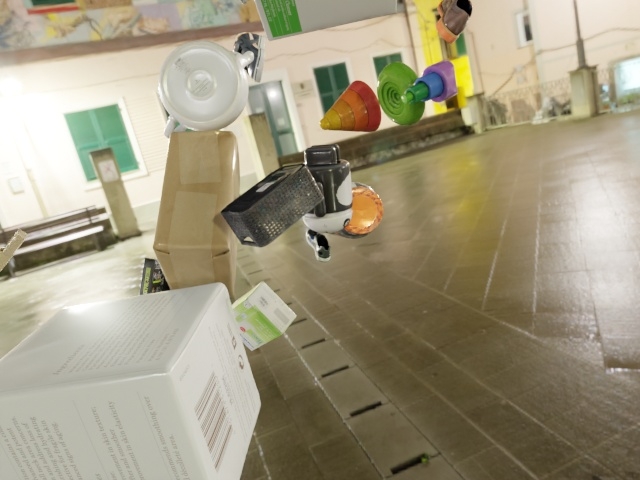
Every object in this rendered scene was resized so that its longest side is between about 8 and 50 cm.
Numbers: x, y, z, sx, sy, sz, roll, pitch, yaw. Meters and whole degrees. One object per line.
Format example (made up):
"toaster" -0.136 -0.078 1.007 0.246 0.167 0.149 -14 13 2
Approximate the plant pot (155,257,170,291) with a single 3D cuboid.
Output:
"plant pot" -0.591 0.113 1.940 0.188 0.167 0.187 15 6 -9

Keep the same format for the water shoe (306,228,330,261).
"water shoe" 0.000 0.000 1.904 0.072 0.080 0.203 -2 37 -23

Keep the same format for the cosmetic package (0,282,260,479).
"cosmetic package" -0.369 0.318 0.938 0.393 0.330 0.327 -9 20 8

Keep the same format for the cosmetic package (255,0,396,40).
"cosmetic package" 0.010 -0.682 1.252 0.365 0.155 0.197 -10 -19 6

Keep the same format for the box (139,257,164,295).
"box" -0.587 0.153 1.669 0.045 0.184 0.190 9 -2 -6

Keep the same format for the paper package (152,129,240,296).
"paper package" -0.293 -0.055 1.207 0.168 0.325 0.309 1 -28 -6

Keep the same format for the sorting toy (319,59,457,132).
"sorting toy" 0.107 -0.268 0.954 0.126 0.127 0.365 -29 16 -22

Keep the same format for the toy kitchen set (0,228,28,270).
"toy kitchen set" -0.577 -0.004 0.841 0.075 0.083 0.068 -54 26 -2

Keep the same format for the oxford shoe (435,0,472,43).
"oxford shoe" 0.415 -0.687 1.431 0.098 0.097 0.271 -41 24 42

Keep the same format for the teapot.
"teapot" -0.317 -0.414 1.332 0.255 0.253 0.187 -1 6 -2

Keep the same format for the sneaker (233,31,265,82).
"sneaker" -0.286 -0.732 1.903 0.127 0.126 0.321 8 39 -14

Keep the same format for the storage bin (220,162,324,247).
"storage bin" -0.098 -0.074 0.981 0.180 0.084 0.122 -42 25 -24

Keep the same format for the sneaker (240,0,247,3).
"sneaker" -0.216 -0.841 1.505 0.086 0.132 0.229 11 68 38

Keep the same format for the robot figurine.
"robot figurine" 0.018 -0.161 1.517 0.209 0.278 0.173 -17 20 -35

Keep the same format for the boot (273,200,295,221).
"boot" -0.238 -0.099 2.091 0.222 0.118 0.338 4 -13 -18

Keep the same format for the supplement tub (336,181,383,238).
"supplement tub" 0.101 -0.114 1.805 0.207 0.207 0.338 -17 7 -12

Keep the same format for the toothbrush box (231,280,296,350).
"toothbrush box" -0.267 0.323 2.010 0.283 0.206 0.122 -35 10 49
